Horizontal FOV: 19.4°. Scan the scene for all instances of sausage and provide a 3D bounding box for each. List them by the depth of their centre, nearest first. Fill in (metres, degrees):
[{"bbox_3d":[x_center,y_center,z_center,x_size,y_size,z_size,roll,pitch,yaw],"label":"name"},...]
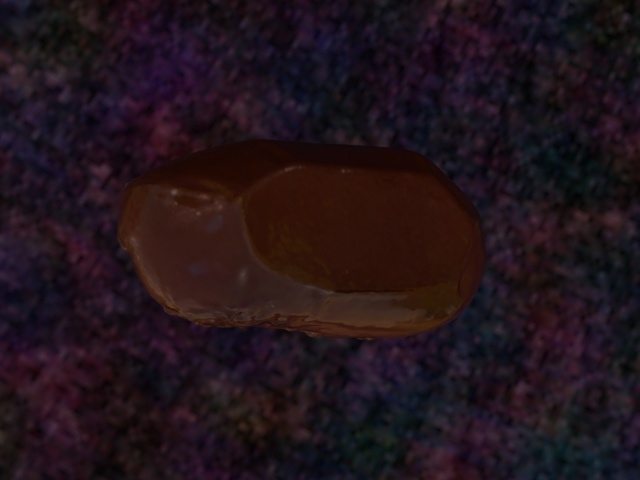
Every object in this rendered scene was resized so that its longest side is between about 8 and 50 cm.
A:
[{"bbox_3d":[0.000,0.000,0.804,0.179,0.089,0.089,1,159,-29],"label":"sausage"}]
